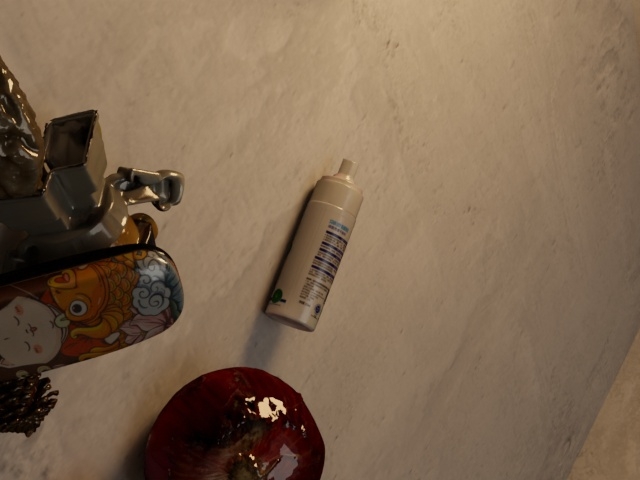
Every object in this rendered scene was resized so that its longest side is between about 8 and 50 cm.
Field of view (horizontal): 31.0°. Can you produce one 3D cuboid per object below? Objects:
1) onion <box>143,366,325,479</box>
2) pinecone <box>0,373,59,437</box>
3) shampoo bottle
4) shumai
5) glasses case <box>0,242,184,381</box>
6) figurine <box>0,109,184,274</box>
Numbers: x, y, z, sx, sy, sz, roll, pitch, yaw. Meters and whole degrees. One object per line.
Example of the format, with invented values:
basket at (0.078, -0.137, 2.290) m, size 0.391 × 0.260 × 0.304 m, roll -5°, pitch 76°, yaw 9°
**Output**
onion at (-0.133, 0.325, 1.747) m, size 0.276 × 0.276 × 0.276 m, roll -25°, pitch 121°, yaw -51°
pinecone at (-0.380, 0.190, 1.443) m, size 0.102 × 0.102 × 0.109 m, roll -32°, pitch 126°, yaw -48°
shampoo bottle at (0.000, 0.000, 1.964) m, size 0.092 × 0.092 × 0.303 m, roll 38°, pitch 68°, yaw -55°
shumai at (-0.410, -0.114, 1.249) m, size 0.176 × 0.166 × 0.205 m, roll -35°, pitch 103°, yaw -34°
glasses case at (-0.322, 0.090, 1.371) m, size 0.321 × 0.082 × 0.122 m, roll -15°, pitch 130°, yaw -9°
figurine at (-0.298, 0.000, 1.461) m, size 0.309 × 0.143 × 0.308 m, roll -12°, pitch 125°, yaw -18°
